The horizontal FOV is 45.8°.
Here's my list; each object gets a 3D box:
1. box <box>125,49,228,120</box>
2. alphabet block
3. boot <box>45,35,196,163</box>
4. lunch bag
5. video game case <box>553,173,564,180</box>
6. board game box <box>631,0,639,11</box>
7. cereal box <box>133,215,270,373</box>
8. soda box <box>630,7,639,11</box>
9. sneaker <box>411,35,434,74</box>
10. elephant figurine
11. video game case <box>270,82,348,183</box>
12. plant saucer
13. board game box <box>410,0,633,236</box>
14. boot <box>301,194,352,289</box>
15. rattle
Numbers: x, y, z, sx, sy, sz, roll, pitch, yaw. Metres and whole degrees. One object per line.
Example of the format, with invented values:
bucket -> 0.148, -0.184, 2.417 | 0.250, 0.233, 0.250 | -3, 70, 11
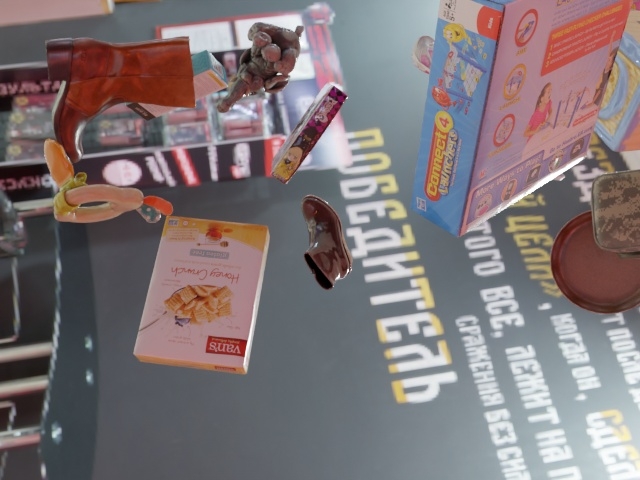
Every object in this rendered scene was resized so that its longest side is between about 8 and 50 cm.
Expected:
box -> -0.365, -0.387, 1.907 | 0.100, 0.244, 0.060 | 38, 35, -65
alphabet block -> 0.598, -0.293, 1.375 | 0.192, 0.197, 0.193 | 100, -24, -45
boot -> -0.393, -0.280, 1.519 | 0.096, 0.280, 0.264 | -128, -142, -58
lunch bag -> 0.862, -0.066, 1.898 | 0.256, 0.305, 0.212 | 7, 78, -54
video game case -> 0.595, -0.251, 2.192 | 0.201, 0.183, 0.023 | 54, -57, 28
board game box -> 0.728, -0.706, 1.961 | 0.064, 0.242, 0.316 | -71, 153, -42
cereal box -> -0.183, 0.083, 1.200 | 0.047, 0.173, 0.240 | 87, 9, -64
soda box -> 0.719, -0.548, 1.874 | 0.058, 0.183, 0.063 | 114, -11, -51
sneaker -> 0.331, -0.487, 2.036 | 0.111, 0.103, 0.252 | -64, -145, 38
elephant figurine -> -0.163, -0.460, 2.041 | 0.239, 0.186, 0.169 | -50, -140, 45
video game case -> -0.027, -0.224, 1.547 | 0.210, 0.042, 0.232 | -53, -170, 9
plant saucer -> 0.839, 0.061, 2.238 | 0.050, 0.310, 0.311 | 8, 73, -74
board game box -> 0.261, -0.199, 0.968 | 0.086, 0.308, 0.302 | 34, -43, 34
boot -> 0.000, 0.000, 2.068 | 0.248, 0.090, 0.207 | 59, 24, -3
rattle -> -0.376, -0.102, 1.349 | 0.130, 0.199, 0.143 | 110, -36, -52
